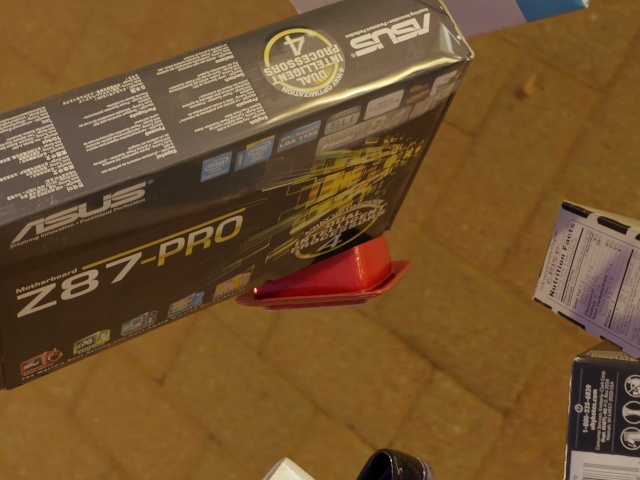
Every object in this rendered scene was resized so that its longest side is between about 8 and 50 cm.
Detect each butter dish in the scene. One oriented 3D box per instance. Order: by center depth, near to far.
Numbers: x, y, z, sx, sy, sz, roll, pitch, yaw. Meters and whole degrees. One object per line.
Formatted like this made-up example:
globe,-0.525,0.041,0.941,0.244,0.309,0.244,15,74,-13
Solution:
butter dish,0.000,0.000,1.442,0.160,0.160,0.118,-5,100,17

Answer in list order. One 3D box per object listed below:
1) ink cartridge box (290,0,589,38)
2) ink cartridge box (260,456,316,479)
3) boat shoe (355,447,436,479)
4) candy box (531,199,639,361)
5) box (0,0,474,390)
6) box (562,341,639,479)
ink cartridge box,0.104,-0.319,1.368,0.270,0.197,0.198,-12,43,29
ink cartridge box,0.020,0.196,0.568,0.203,0.086,0.148,40,148,2
boat shoe,0.027,0.296,1.341,0.080,0.076,0.228,29,85,49
candy box,0.241,0.047,0.809,0.233,0.159,0.071,-141,66,-71
box,-0.098,-0.040,1.153,0.097,0.395,0.318,61,159,20
box,0.291,0.177,1.228,0.143,0.270,0.165,5,89,16
